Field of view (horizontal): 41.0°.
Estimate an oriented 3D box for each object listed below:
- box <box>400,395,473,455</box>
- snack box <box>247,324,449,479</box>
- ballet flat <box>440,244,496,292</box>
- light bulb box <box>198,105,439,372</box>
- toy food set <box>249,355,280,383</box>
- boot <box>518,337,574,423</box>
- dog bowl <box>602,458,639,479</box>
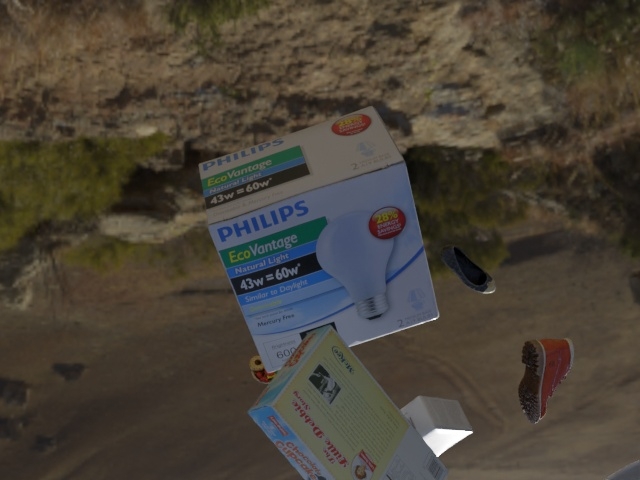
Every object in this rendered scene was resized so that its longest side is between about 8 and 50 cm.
[{"bbox_3d":[0.259,0.450,2.067,0.130,0.091,0.170,-42,144,25],"label":"box"},{"bbox_3d":[0.051,0.309,1.302,0.060,0.187,0.322,-27,105,44],"label":"snack box"},{"bbox_3d":[0.355,0.072,2.044,0.173,0.057,0.049,37,160,-16],"label":"ballet flat"},{"bbox_3d":[0.000,0.000,1.595,0.358,0.225,0.361,-19,125,-1],"label":"light bulb box"},{"bbox_3d":[-0.120,0.295,1.989,0.082,0.083,0.020,-16,135,-10],"label":"toy food set"},{"bbox_3d":[0.375,0.230,1.407,0.084,0.059,0.158,-9,118,-20],"label":"boot"},{"bbox_3d":[0.590,0.524,1.598,0.265,0.104,0.265,-38,177,-3],"label":"dog bowl"}]
